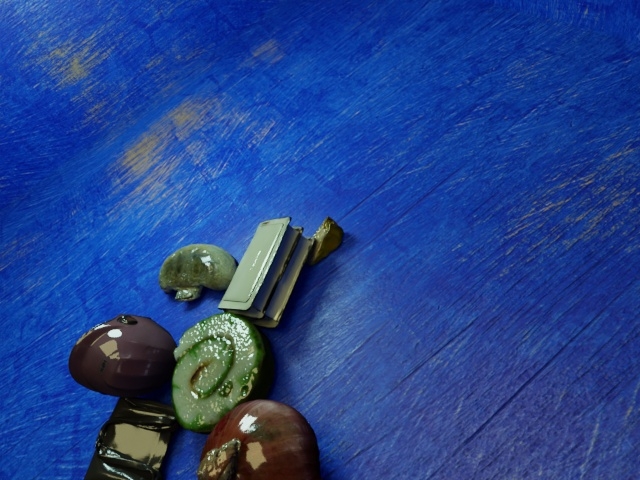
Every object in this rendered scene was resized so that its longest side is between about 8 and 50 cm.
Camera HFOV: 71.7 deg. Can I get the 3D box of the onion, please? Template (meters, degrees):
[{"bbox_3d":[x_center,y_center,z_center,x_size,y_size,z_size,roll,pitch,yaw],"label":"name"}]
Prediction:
[{"bbox_3d":[-0.138,0.580,1.111,0.354,0.353,0.353,-13,52,18],"label":"onion"}]

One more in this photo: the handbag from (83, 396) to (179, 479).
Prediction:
[{"bbox_3d":[-0.579,0.649,1.397,0.257,0.113,0.285,2,57,20],"label":"handbag"}]

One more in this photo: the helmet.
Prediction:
[{"bbox_3d":[-0.613,0.398,1.459,0.197,0.338,0.270,23,91,27],"label":"helmet"}]

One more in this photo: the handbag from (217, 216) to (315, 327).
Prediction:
[{"bbox_3d":[-0.192,0.109,1.548,0.237,0.160,0.358,-1,58,45],"label":"handbag"}]

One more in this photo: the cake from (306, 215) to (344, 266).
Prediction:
[{"bbox_3d":[0.002,0.003,1.576,0.185,0.116,0.079,-29,47,-1],"label":"cake"}]

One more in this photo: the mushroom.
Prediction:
[{"bbox_3d":[-0.489,0.118,1.721,0.345,0.130,0.247,2,54,28],"label":"mushroom"}]

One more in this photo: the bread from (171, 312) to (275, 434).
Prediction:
[{"bbox_3d":[-0.331,0.414,1.412,0.382,0.129,0.366,19,66,36],"label":"bread"}]
